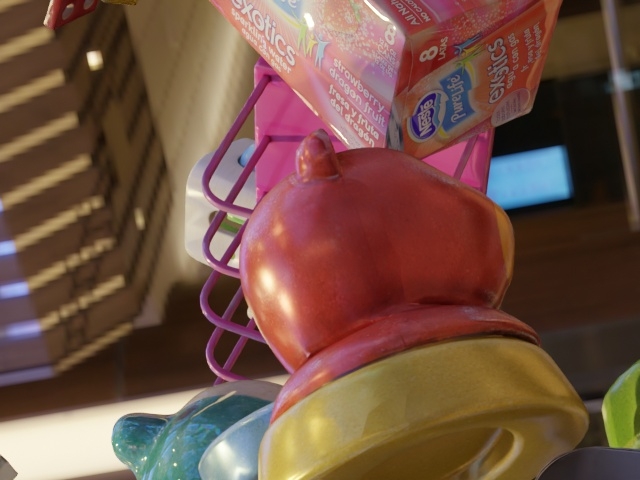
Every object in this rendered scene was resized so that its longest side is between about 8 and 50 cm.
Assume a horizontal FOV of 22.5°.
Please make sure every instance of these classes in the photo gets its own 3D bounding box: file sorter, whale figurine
[{"bbox_3d":[0.013,0.030,1.349,0.290,0.202,0.182,91,-161,-46],"label":"file sorter"},{"bbox_3d":[-0.086,0.222,1.170,0.216,0.272,0.141,51,-150,-8],"label":"whale figurine"}]

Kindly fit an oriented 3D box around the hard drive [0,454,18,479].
[{"bbox_3d":[-0.410,0.249,1.273,0.307,0.203,0.040,-48,-42,-19],"label":"hard drive"}]

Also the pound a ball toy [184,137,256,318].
[{"bbox_3d":[0.000,0.000,1.648,0.208,0.319,0.135,-29,-48,-50],"label":"pound a ball toy"}]

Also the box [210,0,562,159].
[{"bbox_3d":[0.020,-0.209,1.183,0.300,0.154,0.142,49,150,30],"label":"box"}]

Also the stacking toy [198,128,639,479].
[{"bbox_3d":[0.083,0.058,0.696,0.309,0.280,0.130,106,148,-61],"label":"stacking toy"}]

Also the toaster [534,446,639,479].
[{"bbox_3d":[0.152,0.161,0.554,0.168,0.186,0.110,71,-152,-50],"label":"toaster"}]

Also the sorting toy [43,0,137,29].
[{"bbox_3d":[-0.114,-0.253,0.970,0.132,0.046,0.274,-42,-20,-50],"label":"sorting toy"}]
